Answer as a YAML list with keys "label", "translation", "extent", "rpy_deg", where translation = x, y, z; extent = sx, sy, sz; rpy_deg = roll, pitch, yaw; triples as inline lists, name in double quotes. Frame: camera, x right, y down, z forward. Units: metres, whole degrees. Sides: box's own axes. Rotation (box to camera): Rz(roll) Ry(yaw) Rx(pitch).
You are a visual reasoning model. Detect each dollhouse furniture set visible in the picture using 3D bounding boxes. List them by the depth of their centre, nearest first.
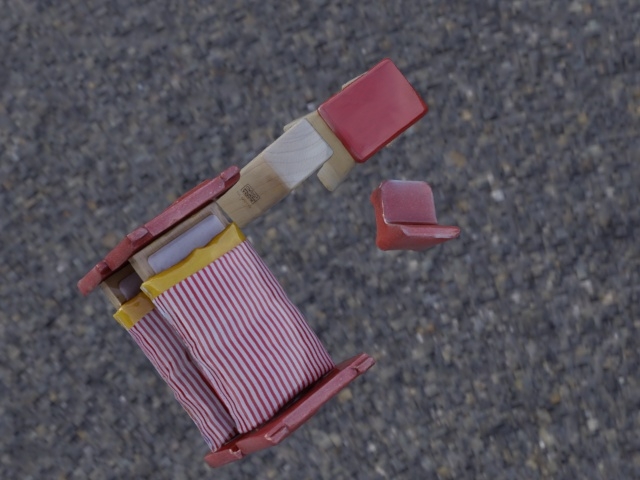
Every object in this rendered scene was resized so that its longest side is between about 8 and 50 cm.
- label: "dollhouse furniture set"
  translation: [0.000, 0.000, 1.204]
  extent: [0.374, 0.152, 0.201]
  rpy_deg: [-39, 93, -32]
